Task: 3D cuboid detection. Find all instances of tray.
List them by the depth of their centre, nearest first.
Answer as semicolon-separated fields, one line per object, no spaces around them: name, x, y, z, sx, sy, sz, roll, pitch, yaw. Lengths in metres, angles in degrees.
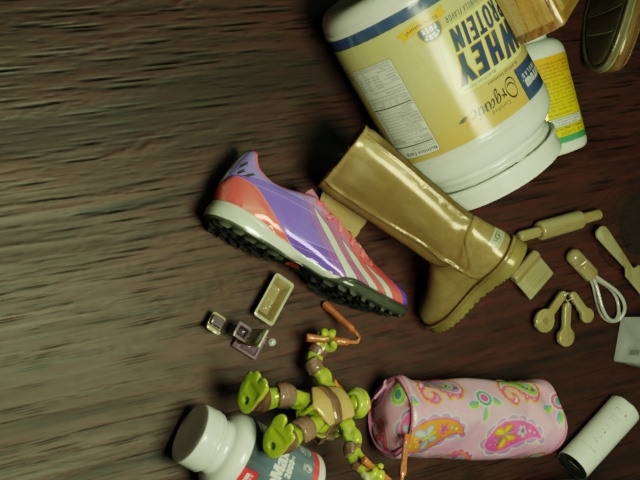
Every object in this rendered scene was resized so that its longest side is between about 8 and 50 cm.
tray;0.308;-0.441;1.730;0.203;0.076;0.411;58;33;-15

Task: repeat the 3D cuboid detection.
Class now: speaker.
speaker;0.424;0.300;1.896;0.136;0.055;0.055;-41;107;-24

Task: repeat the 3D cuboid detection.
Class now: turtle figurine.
turtle figurine;-0.006;0.206;1.606;0.217;0.087;0.269;2;61;-48

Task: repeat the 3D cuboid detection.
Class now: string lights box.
string lights box;0.606;0.185;1.954;0.259;0.133;0.077;17;80;-28

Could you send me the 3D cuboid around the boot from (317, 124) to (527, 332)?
boot;0.113;-0.013;1.676;0.269;0.236;0.089;34;46;-7

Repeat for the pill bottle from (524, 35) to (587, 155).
pill bottle;0.308;-0.225;1.813;0.117;0.117;0.208;-20;97;-28

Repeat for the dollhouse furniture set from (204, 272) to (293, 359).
dollhouse furniture set;-0.077;0.087;1.611;0.091;0.081;0.114;36;72;-23

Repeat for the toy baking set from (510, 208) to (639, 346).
toy baking set;0.394;0.050;1.905;0.256;0.030;0.197;-20;101;-28

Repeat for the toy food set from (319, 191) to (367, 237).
toy food set;0.034;-0.048;1.712;0.083;0.020;0.082;42;70;-21

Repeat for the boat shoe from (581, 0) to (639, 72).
boat shoe;0.488;-0.395;1.921;0.104;0.111;0.307;18;80;-26

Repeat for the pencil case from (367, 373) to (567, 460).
pencil case;0.209;0.247;1.747;0.284;0.124;0.124;4;86;-29

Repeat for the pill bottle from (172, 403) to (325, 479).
pill bottle;-0.093;0.284;1.582;0.180;0.108;0.108;32;74;-24

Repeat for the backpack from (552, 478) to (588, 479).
backpack;0.373;0.476;1.787;0.276;0.213;0.263;-2;79;-26

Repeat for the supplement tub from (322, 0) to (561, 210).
supplement tub;0.168;-0.217;1.673;0.228;0.228;0.316;-38;106;-24

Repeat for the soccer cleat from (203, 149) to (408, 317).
soccer cleat;0.000;0.000;1.645;0.318;0.108;0.116;30;74;-22
